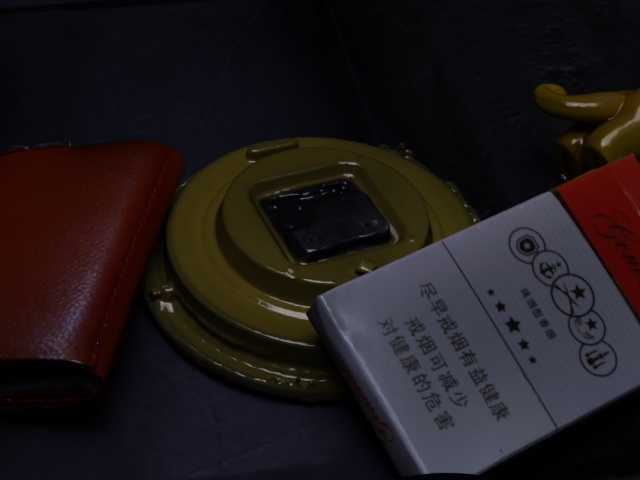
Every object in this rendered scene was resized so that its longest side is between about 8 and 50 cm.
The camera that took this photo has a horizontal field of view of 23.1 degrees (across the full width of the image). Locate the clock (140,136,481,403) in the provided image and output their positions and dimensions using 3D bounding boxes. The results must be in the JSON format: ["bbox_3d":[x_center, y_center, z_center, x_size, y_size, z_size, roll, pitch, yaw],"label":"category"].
[{"bbox_3d":[0.000,0.000,1.002,0.237,0.057,0.237,2,42,-2],"label":"clock"}]

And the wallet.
[{"bbox_3d":[-0.173,0.017,0.970,0.142,0.045,0.204,-3,41,16],"label":"wallet"}]

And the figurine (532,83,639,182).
[{"bbox_3d":[0.271,-0.120,1.110,0.246,0.131,0.156,-34,21,-23],"label":"figurine"}]

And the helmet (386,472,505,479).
[{"bbox_3d":[0.064,0.198,0.723,0.230,0.160,0.279,34,52,30],"label":"helmet"}]

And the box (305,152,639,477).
[{"bbox_3d":[0.127,0.048,0.939,0.245,0.035,0.139,-25,74,-26],"label":"box"}]
